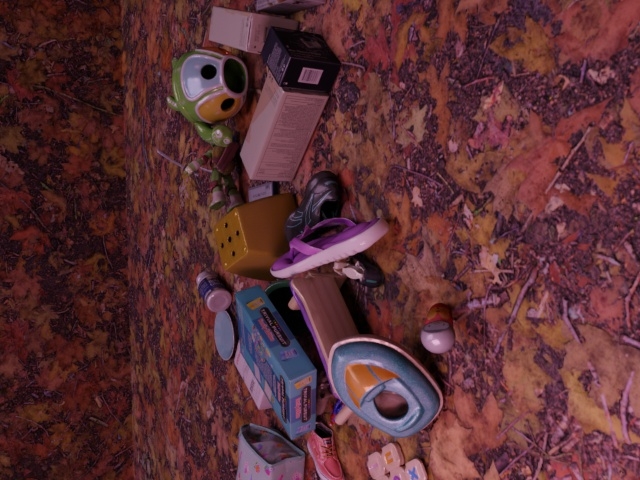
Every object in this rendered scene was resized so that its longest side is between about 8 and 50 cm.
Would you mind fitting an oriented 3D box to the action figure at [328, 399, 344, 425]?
[{"bbox_3d":[0.043,0.457,1.728,0.038,0.030,0.115,48,133,41],"label":"action figure"}]

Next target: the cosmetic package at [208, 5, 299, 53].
[{"bbox_3d":[-0.209,-0.637,1.963,0.309,0.160,0.113,36,121,52],"label":"cosmetic package"}]

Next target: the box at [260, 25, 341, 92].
[{"bbox_3d":[-0.054,-0.480,1.711,0.158,0.156,0.093,62,140,37],"label":"box"}]

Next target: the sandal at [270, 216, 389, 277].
[{"bbox_3d":[0.009,-0.007,1.620,0.416,0.169,0.102,-20,102,47],"label":"sandal"}]

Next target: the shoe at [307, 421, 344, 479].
[{"bbox_3d":[0.016,0.574,1.742,0.178,0.064,0.081,-131,43,-53],"label":"shoe"}]

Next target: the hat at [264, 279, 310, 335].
[{"bbox_3d":[-0.077,0.171,1.913,0.209,0.183,0.172,-1,106,17],"label":"hat"}]

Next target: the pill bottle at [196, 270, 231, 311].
[{"bbox_3d":[-0.401,0.184,2.392,0.169,0.094,0.094,44,128,49],"label":"pill bottle"}]

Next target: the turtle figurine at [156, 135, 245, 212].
[{"bbox_3d":[-0.385,-0.218,2.253,0.198,0.275,0.266,72,180,-72],"label":"turtle figurine"}]

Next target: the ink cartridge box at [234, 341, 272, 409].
[{"bbox_3d":[-0.182,0.395,2.035,0.219,0.093,0.160,51,133,46],"label":"ink cartridge box"}]

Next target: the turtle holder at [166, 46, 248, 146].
[{"bbox_3d":[-0.367,-0.493,2.144,0.228,0.243,0.320,-6,59,40],"label":"turtle holder"}]

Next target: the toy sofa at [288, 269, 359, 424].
[{"bbox_3d":[0.027,0.257,1.599,0.150,0.177,0.362,-59,44,42],"label":"toy sofa"}]

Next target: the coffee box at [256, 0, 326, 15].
[{"bbox_3d":[-0.084,-0.723,1.803,0.247,0.098,0.141,18,107,58],"label":"coffee box"}]

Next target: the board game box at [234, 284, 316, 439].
[{"bbox_3d":[-0.122,0.321,1.730,0.336,0.079,0.253,50,150,41],"label":"board game box"}]

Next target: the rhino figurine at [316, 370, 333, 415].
[{"bbox_3d":[-0.018,0.436,1.786,0.243,0.073,0.106,-55,43,43],"label":"rhino figurine"}]

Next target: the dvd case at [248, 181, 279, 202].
[{"bbox_3d":[-0.180,-0.061,2.071,0.179,0.030,0.238,-5,86,59],"label":"dvd case"}]

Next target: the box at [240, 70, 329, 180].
[{"bbox_3d":[-0.109,-0.321,1.826,0.311,0.148,0.121,-61,41,39],"label":"box"}]

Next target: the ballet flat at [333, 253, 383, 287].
[{"bbox_3d":[0.076,0.064,1.608,0.203,0.074,0.074,32,119,55],"label":"ballet flat"}]

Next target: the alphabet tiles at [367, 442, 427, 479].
[{"bbox_3d":[0.190,0.623,1.496,0.278,0.021,0.284,-52,49,46],"label":"alphabet tiles"}]

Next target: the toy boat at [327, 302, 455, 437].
[{"bbox_3d":[0.163,0.263,1.334,0.318,0.268,0.148,-53,2,22],"label":"toy boat"}]

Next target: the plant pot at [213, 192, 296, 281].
[{"bbox_3d":[-0.190,-0.005,1.896,0.212,0.187,0.212,-34,66,46],"label":"plant pot"}]

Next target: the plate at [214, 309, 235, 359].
[{"bbox_3d":[-0.348,0.347,2.381,0.188,0.024,0.188,6,97,60],"label":"plate"}]

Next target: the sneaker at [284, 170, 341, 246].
[{"bbox_3d":[-0.020,-0.058,1.734,0.106,0.101,0.267,59,139,36],"label":"sneaker"}]

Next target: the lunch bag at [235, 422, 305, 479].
[{"bbox_3d":[-0.172,0.709,1.977,0.262,0.160,0.223,16,106,52],"label":"lunch bag"}]
